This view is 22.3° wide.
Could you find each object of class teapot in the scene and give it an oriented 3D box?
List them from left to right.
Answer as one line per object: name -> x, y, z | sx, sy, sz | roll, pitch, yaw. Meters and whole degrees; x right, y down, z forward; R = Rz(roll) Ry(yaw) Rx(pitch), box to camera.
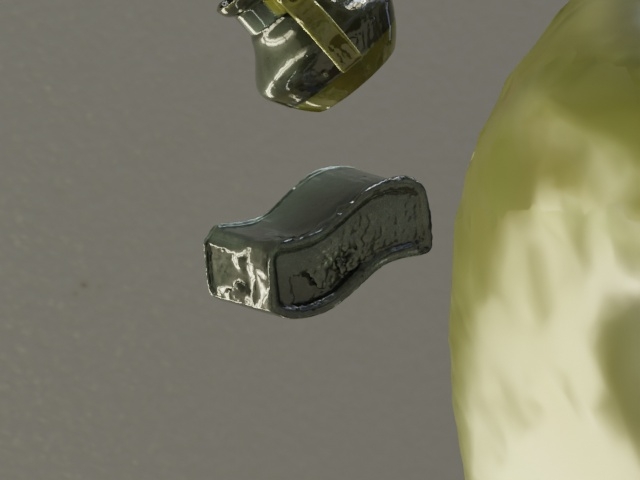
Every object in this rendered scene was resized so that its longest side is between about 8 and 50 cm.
teapot -> -0.007, -0.167, 1.250 | 0.130, 0.166, 0.119 | -42, -76, 1

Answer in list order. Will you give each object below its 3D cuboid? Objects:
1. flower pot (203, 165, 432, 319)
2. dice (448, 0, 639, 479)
flower pot -> 0.000, 0.000, 1.666 | 0.229, 0.108, 0.103 | -29, -64, -33
dice -> 0.182, 0.042, 0.392 | 0.238, 0.227, 0.233 | -18, -58, -20
